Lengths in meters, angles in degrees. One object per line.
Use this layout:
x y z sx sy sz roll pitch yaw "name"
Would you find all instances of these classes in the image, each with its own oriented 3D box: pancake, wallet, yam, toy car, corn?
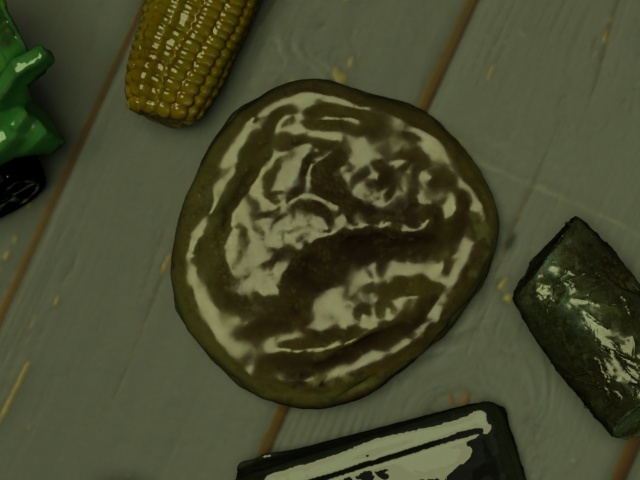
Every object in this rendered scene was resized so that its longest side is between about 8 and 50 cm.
0.000 0.000 1.308 0.294 0.049 0.294 -2 83 12 "pancake"
0.056 0.239 1.275 0.245 0.052 0.168 -16 85 7 "wallet"
0.231 0.074 1.230 0.107 0.107 0.183 -39 76 5 "yam"
-0.384 -0.102 1.331 0.359 0.176 0.213 -30 78 8 "toy car"
-0.089 -0.245 1.327 0.106 0.106 0.305 22 93 13 "corn"
